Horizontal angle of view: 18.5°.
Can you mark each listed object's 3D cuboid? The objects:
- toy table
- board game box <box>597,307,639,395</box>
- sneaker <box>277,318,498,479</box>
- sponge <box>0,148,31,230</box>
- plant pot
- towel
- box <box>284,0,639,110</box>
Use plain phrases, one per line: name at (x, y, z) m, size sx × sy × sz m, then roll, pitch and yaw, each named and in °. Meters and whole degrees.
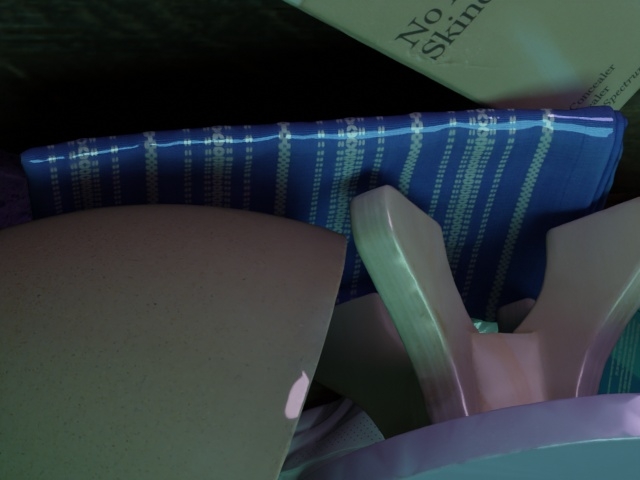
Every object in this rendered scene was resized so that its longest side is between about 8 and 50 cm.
toy table at (0.100, 0.085, 1.137) m, size 0.274 × 0.161 × 0.252 m, roll -13°, pitch 151°, yaw 16°
board game box at (0.310, 0.163, 1.261) m, size 0.079 × 0.336 × 0.254 m, roll -38°, pitch 152°, yaw -21°
sneaker at (0.056, 0.134, 1.322) m, size 0.090 × 0.115 × 0.232 m, roll 31°, pitch 111°, yaw -35°
sponge at (-0.264, -0.019, 1.142) m, size 0.210 × 0.031 × 0.117 m, roll 17°, pitch 119°, yaw -31°
plant pot at (-0.125, 0.095, 1.041) m, size 0.191 × 0.284 × 0.284 m, roll 22°, pitch 118°, yaw -5°
towel at (0.000, 0.000, 1.158) m, size 0.336 × 0.040 × 0.243 m, roll -4°, pitch 153°, yaw -6°
box at (0.067, -0.176, 1.049) m, size 0.311 × 0.121 × 0.148 m, roll 20°, pitch 118°, yaw -45°
